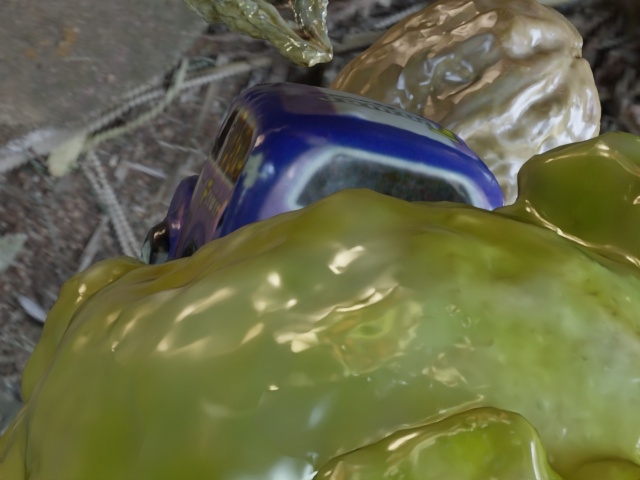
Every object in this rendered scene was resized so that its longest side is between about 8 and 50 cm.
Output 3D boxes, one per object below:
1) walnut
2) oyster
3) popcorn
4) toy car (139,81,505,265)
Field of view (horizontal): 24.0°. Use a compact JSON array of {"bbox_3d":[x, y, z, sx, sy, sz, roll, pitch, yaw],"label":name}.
[{"bbox_3d":[0.101,-0.079,1.151,0.245,0.198,0.198,-31,122,2],"label":"walnut"},{"bbox_3d":[-0.043,-0.126,0.659,0.121,0.146,0.045,-51,149,-55],"label":"oyster"},{"bbox_3d":[0.030,0.118,0.480,0.312,0.312,0.312,-11,110,-32],"label":"popcorn"},{"bbox_3d":[0.000,0.000,0.791,0.172,0.235,0.158,12,100,-17],"label":"toy car"}]
